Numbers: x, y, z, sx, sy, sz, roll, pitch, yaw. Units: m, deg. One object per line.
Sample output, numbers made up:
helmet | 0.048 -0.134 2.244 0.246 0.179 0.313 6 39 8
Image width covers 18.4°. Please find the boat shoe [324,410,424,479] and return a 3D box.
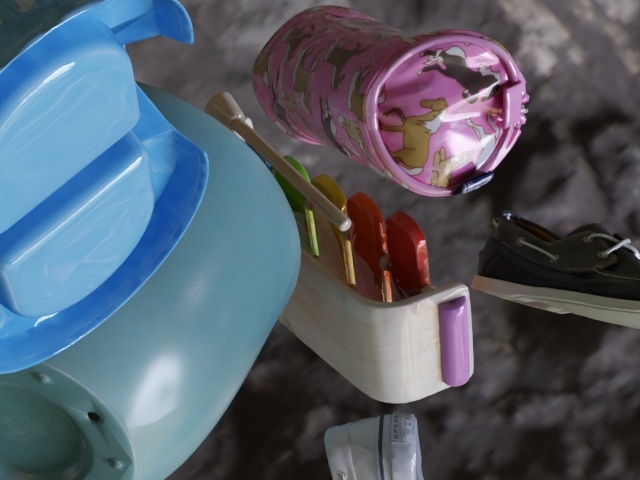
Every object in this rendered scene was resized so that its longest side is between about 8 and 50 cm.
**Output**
boat shoe | 0.045 0.217 1.540 0.076 0.226 0.083 -1 37 8

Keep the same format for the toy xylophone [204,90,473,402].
toy xylophone | 0.000 0.000 1.670 0.081 0.236 0.323 -32 56 -23

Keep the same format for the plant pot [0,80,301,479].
plant pot | -0.185 0.060 1.459 0.293 0.293 0.235 37 43 -15

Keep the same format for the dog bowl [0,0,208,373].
dog bowl | -0.145 -0.043 0.995 0.166 0.297 0.074 -40 71 -17

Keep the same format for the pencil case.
pencil case | 0.060 -0.146 1.940 0.167 0.160 0.386 46 -6 -21

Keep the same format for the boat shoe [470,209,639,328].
boat shoe | 0.216 0.024 1.573 0.084 0.233 0.079 22 84 -40
